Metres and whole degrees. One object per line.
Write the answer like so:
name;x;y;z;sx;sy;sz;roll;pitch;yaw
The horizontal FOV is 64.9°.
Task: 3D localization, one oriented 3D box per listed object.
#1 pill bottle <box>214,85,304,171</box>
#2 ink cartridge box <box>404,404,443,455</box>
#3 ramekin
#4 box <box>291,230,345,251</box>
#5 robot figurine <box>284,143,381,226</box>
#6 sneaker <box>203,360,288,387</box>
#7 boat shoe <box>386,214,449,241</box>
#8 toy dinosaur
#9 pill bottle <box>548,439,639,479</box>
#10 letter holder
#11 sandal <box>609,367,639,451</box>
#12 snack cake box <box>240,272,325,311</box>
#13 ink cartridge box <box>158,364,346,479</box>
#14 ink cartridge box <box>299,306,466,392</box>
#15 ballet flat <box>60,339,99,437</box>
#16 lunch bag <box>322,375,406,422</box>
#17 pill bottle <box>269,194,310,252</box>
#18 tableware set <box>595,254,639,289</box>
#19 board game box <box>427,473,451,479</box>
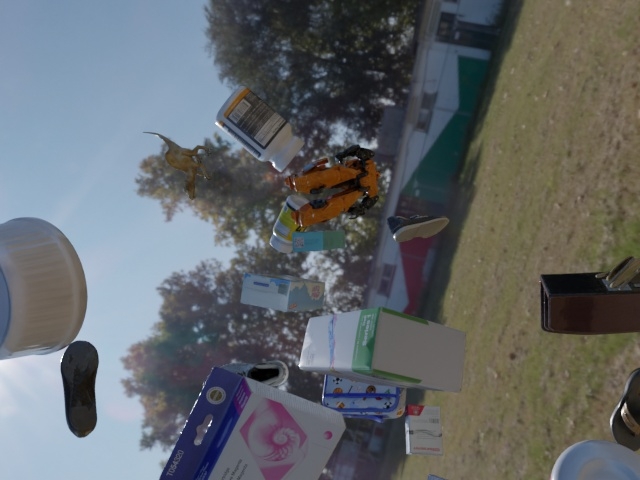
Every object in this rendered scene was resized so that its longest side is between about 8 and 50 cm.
pill bottle;-0.199;-0.366;1.676;0.162;0.278;0.162;-49;10;12
ink cartridge box;0.333;0.617;1.632;0.063;0.109;0.150;99;175;-62
ramekin;-0.574;0.093;0.922;0.127;0.273;0.273;-14;-62;-64
box;0.000;0.000;1.589;0.244;0.100;0.060;-4;-88;-71
robot figurine;0.047;-0.153;1.419;0.291;0.085;0.211;-22;-64;-30
sneaker;-0.199;0.349;1.291;0.132;0.228;0.086;89;168;-74
boat shoe;0.256;-0.048;1.312;0.206;0.065;0.075;-11;-34;-38
toy dinosaur;-0.261;-0.162;0.964;0.092;0.183;0.053;-13;-30;-47
pill bottle;0.525;0.514;0.960;0.323;0.181;0.181;68;-146;-49
letter holder;0.831;0.221;1.505;0.152;0.301;0.214;-57;-39;-65
sandal;0.775;0.418;1.224;0.060;0.090;0.219;-76;-1;-78
snack cake box;-0.105;0.154;1.514;0.264;0.152;0.089;13;-96;-68
ink cartridge box;-0.158;0.490;1.150;0.324;0.330;0.071;-64;13;9
ink cartridge box;0.112;0.219;0.994;0.278;0.201;0.117;-23;52;59
ballet flat;-0.545;0.334;1.143;0.250;0.084;0.058;60;135;42
lunch bag;0.163;0.519;1.797;0.115;0.303;0.243;56;-145;-45
pill bottle;-0.113;-0.062;1.963;0.208;0.119;0.119;-62;-2;25
tableware set;0.689;0.022;1.088;0.128;0.039;0.194;13;-61;-47
board game box;0.289;0.545;1.121;0.090;0.090;0.020;52;-128;-60
